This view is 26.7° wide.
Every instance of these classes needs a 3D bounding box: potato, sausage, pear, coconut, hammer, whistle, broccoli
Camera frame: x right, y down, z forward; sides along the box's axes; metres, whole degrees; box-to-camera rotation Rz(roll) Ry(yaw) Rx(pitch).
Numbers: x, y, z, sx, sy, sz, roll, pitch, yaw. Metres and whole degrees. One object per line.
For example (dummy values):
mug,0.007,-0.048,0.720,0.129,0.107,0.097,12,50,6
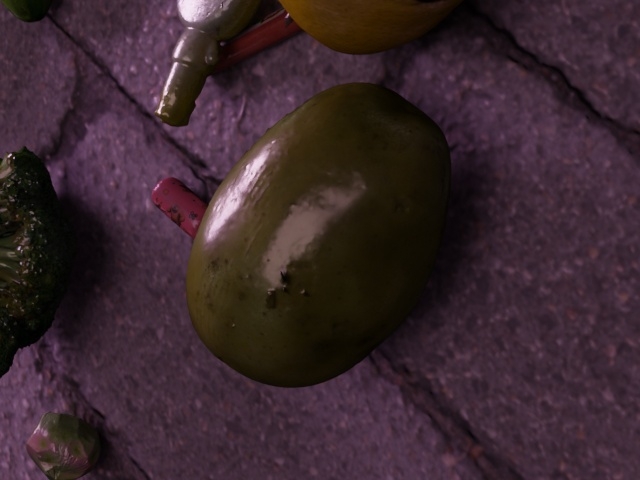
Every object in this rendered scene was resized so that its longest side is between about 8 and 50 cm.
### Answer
potato,0.000,-0.001,1.256,0.216,0.216,0.304,41,105,25
sausage,-0.062,-0.209,1.380,0.223,0.029,0.029,-21,83,35
pear,0.032,-0.255,1.231,0.267,0.267,0.178,44,148,23
coconut,-0.297,0.242,1.568,0.082,0.081,0.083,-18,129,35
hammer,-0.146,-0.034,1.454,0.083,0.043,0.043,39,116,24
whistle,-0.123,-0.212,1.373,0.104,0.057,0.198,19,85,45
broccoli,-0.408,0.025,1.508,0.254,0.269,0.269,-29,78,41

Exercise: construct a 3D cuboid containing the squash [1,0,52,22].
squash,-0.345,-0.395,1.529,0.082,0.082,0.292,2,96,35
